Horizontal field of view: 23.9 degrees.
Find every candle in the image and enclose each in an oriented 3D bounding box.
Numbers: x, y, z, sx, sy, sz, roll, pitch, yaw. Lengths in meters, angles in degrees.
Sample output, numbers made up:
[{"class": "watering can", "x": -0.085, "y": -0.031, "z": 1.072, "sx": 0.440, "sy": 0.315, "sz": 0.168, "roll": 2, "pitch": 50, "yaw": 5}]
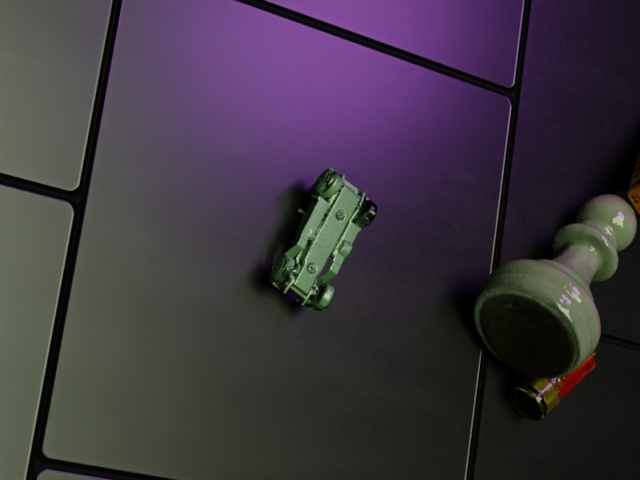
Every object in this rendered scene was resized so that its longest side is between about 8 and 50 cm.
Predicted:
[{"class": "candle", "x": 0.270, "y": 0.146, "z": 1.704, "sx": 0.130, "sy": 0.052, "sz": 0.052, "roll": -39, "pitch": 105, "yaw": -28}]

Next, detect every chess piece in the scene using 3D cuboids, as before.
[{"class": "chess piece", "x": 0.290, "y": 0.025, "z": 1.704, "sx": 0.139, "sy": 0.139, "sz": 0.272, "roll": 56, "pitch": 48, "yaw": -14}]

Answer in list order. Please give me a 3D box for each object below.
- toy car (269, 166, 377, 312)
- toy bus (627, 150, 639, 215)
[{"class": "toy car", "x": 0.000, "y": 0.000, "z": 1.551, "sx": 0.073, "sy": 0.054, "sz": 0.143, "roll": 36, "pitch": 68, "yaw": -26}, {"class": "toy bus", "x": 0.424, "y": -0.098, "z": 1.789, "sx": 0.083, "sy": 0.088, "sz": 0.194, "roll": 51, "pitch": 39, "yaw": -19}]
